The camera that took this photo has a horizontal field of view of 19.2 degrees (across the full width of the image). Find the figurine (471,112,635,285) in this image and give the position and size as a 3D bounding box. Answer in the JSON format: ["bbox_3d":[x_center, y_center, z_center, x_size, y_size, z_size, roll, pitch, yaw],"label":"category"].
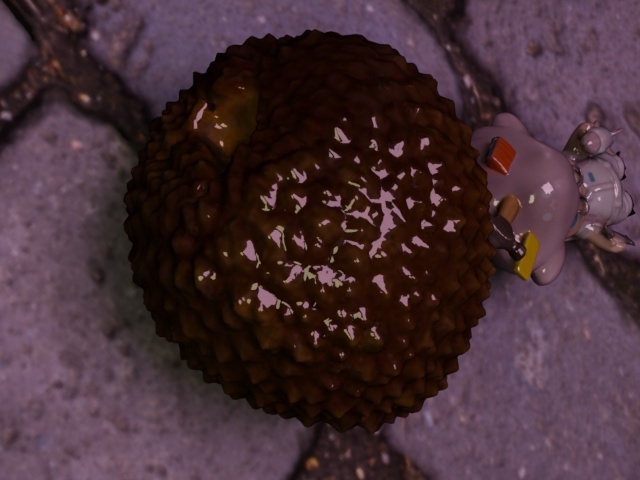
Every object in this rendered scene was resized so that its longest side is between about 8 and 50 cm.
[{"bbox_3d":[0.169,-0.034,1.483,0.229,0.112,0.137,-9,90,-47],"label":"figurine"}]

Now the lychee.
[{"bbox_3d":[0.000,0.000,1.285,0.267,0.267,0.267,9,72,-31],"label":"lychee"}]
